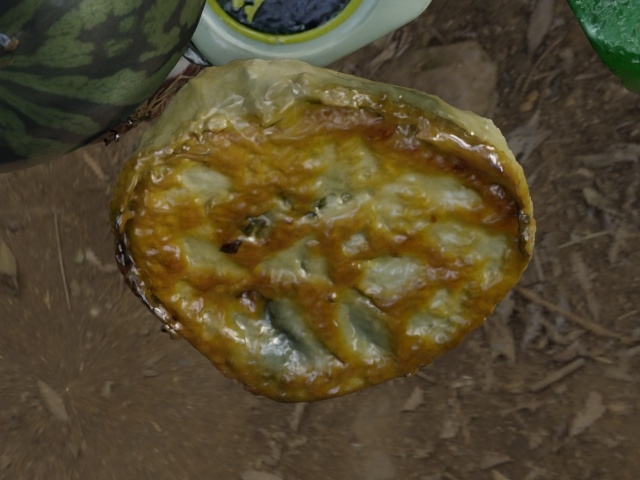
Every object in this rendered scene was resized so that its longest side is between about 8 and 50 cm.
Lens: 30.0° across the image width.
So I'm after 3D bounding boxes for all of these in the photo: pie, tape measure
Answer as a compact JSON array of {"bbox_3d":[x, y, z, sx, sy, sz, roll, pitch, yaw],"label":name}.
[{"bbox_3d":[0.000,0.000,0.884,0.315,0.092,0.315,-4,128,-5],"label":"pie"},{"bbox_3d":[-0.046,-0.240,0.851,0.207,0.115,0.235,-26,118,6],"label":"tape measure"}]

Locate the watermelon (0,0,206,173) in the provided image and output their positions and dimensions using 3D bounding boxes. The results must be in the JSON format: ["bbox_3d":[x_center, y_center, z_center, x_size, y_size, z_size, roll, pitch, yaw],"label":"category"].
[{"bbox_3d":[-0.139,-0.129,0.437,0.212,0.212,0.212,1,83,-12],"label":"watermelon"}]

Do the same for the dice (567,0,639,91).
[{"bbox_3d":[0.208,-0.166,0.714,0.120,0.128,0.130,-30,86,22],"label":"dice"}]

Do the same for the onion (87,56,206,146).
[{"bbox_3d":[-0.220,-0.213,1.127,0.314,0.314,0.232,-38,83,-14],"label":"onion"}]
